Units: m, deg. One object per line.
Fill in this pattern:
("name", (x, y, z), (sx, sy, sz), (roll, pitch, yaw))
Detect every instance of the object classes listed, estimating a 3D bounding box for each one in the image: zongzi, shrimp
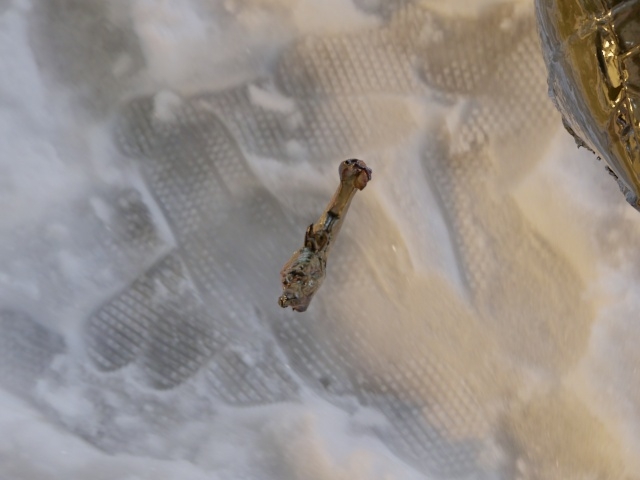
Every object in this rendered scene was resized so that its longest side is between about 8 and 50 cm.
("zongzi", (0.199, -0.210, 0.937), (0.160, 0.323, 0.360), (-25, 101, 2))
("shrimp", (0.000, 0.000, 0.761), (0.025, 0.127, 0.091), (27, 112, -2))
